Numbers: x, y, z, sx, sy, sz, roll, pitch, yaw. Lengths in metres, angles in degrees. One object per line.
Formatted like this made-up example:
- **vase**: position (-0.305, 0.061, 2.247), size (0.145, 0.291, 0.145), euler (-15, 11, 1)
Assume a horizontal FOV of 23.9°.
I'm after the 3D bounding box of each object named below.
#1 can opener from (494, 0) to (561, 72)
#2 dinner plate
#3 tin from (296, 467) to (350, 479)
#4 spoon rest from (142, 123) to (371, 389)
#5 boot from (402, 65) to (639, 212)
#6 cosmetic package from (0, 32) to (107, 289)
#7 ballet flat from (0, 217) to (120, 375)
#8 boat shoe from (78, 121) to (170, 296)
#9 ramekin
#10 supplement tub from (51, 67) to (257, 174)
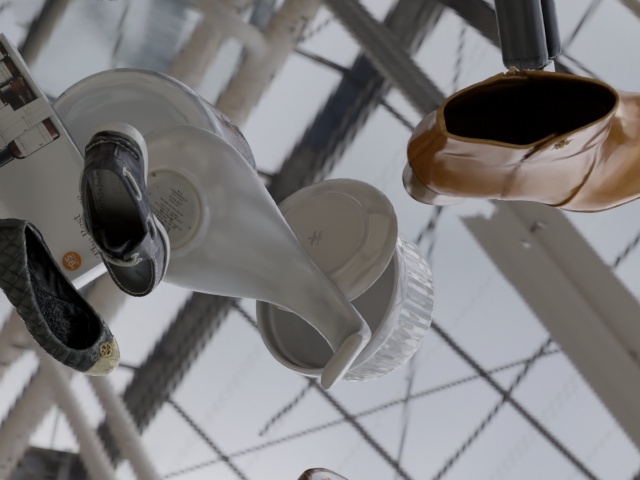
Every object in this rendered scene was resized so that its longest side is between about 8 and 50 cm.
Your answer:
- **can opener**: position (0.230, -0.198, 1.488), size (0.095, 0.076, 0.283), euler (0, -69, 29)
- **dinner plate**: position (0.000, 0.000, 1.327), size (0.141, 0.017, 0.141), euler (-14, -129, 19)
- **tin**: position (0.050, 0.274, 1.349), size (0.190, 0.106, 0.040), euler (40, -81, 14)
- **spoon rest**: position (-0.067, 0.014, 1.270), size (0.276, 0.084, 0.137), euler (41, -73, 17)
- **boot**: position (0.216, -0.087, 1.242), size (0.211, 0.295, 0.104), euler (131, -51, -76)
- **cosmetic package**: position (-0.275, -0.069, 1.429), size (0.099, 0.060, 0.239), euler (-33, -96, -2)
- **ballet flat**: position (-0.216, 0.051, 1.233), size (0.049, 0.173, 0.057), euler (-8, -138, 36)
- **boat shoe**: position (-0.113, -0.009, 0.858), size (0.038, 0.046, 0.125), euler (-80, 174, -46)
- **ramekin**: position (0.036, 0.067, 1.757), size (0.207, 0.109, 0.207), euler (-16, -116, 34)
- **supplement tub**: position (-0.180, -0.067, 1.656), size (0.207, 0.338, 0.207), euler (0, -91, 4)
